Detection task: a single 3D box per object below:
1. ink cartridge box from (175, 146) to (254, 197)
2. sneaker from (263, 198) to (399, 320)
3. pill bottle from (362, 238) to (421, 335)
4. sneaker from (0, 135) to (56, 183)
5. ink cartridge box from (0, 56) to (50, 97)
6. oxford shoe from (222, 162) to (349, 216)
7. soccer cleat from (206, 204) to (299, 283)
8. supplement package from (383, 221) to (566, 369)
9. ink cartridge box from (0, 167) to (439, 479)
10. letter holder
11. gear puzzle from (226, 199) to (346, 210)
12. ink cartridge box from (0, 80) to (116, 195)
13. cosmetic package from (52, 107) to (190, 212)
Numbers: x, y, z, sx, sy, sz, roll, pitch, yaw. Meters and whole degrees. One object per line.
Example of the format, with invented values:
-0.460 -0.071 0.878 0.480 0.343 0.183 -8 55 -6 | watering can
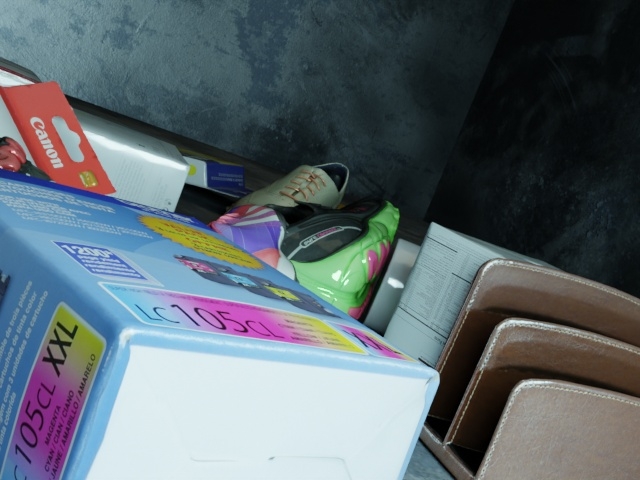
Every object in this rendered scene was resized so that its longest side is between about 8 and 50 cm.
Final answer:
-0.276 -0.157 2.123 0.307 0.072 0.303 13 4 9 | ink cartridge box
0.000 0.000 1.476 0.202 0.185 0.483 24 5 3 | sneaker
0.216 0.109 1.382 0.283 0.161 0.161 22 7 1 | pill bottle
-0.301 -0.007 0.941 0.135 0.097 0.276 40 14 -21 | sneaker
-0.454 -0.159 1.328 0.100 0.171 0.237 20 7 -25 | ink cartridge box
-0.060 -0.076 1.806 0.140 0.146 0.397 38 22 7 | oxford shoe
-0.105 0.008 1.145 0.116 0.108 0.318 32 12 -17 | soccer cleat
0.199 0.115 1.133 0.194 0.203 0.149 18 8 -32 | supplement package
-0.151 0.063 0.719 0.270 0.151 0.395 15 9 -44 | ink cartridge box
0.283 0.161 0.990 0.302 0.214 0.152 19 8 -21 | letter holder
-0.028 -0.055 2.061 0.175 0.044 0.339 31 22 31 | gear puzzle
-0.361 -0.117 1.128 0.225 0.056 0.181 -18 71 -40 | ink cartridge box
-0.330 -0.105 1.448 0.225 0.138 0.224 18 8 -18 | cosmetic package
